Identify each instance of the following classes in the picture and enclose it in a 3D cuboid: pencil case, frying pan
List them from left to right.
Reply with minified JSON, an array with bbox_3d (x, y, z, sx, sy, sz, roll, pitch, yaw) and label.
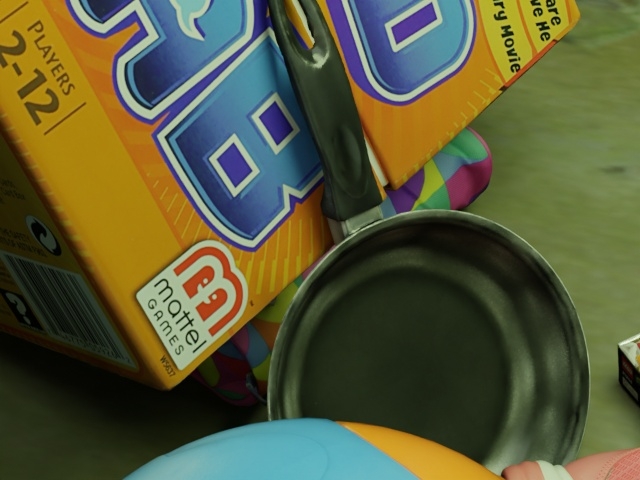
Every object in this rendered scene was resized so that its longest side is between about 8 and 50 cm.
[{"bbox_3d":[0.000,0.000,1.216,0.104,0.104,0.236,29,58,32],"label":"pencil case"},{"bbox_3d":[0.016,0.036,1.073,0.197,0.326,0.053,-48,18,-16],"label":"frying pan"}]

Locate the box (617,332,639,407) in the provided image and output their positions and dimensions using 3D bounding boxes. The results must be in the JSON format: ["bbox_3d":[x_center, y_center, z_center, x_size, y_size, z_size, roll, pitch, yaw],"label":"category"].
[{"bbox_3d":[0.265,0.112,1.101,0.114,0.036,0.207,-25,48,-12],"label":"box"}]

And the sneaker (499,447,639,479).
[{"bbox_3d":[0.199,0.213,0.970,0.136,0.116,0.314,-17,48,-11],"label":"sneaker"}]

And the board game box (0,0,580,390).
[{"bbox_3d":[-0.140,-0.188,1.168,0.356,0.356,0.356,-42,32,-25],"label":"board game box"}]

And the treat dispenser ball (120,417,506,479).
[{"bbox_3d":[-0.003,0.223,0.881,0.288,0.288,0.288,-6,47,6],"label":"treat dispenser ball"}]
